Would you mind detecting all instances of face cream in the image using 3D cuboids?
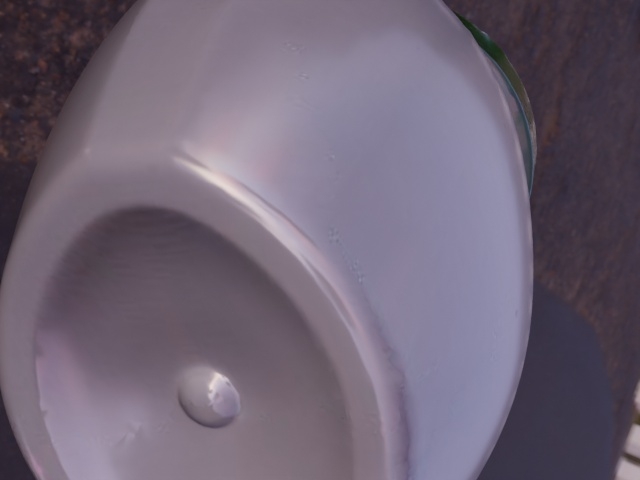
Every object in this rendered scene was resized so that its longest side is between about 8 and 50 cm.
[{"bbox_3d":[0.000,0.000,0.505,0.357,0.219,0.312,-54,137,-63],"label":"face cream"}]
